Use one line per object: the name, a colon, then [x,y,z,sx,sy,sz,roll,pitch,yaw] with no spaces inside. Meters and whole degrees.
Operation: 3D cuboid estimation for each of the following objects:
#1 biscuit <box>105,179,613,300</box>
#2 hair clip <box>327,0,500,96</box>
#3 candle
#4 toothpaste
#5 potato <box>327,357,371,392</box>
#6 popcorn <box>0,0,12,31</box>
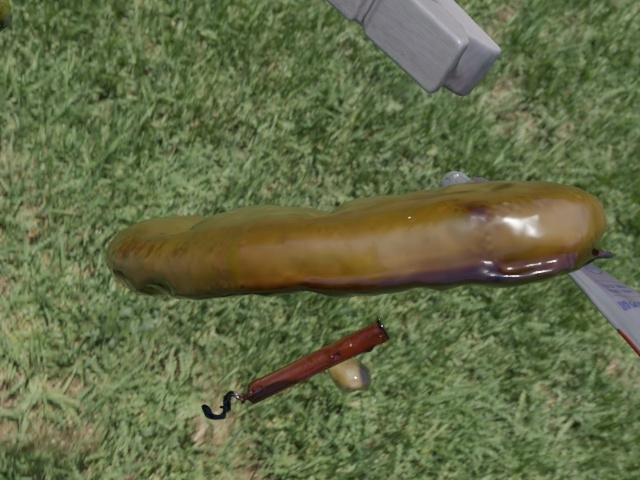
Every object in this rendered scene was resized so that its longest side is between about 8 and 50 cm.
biscuit: [-0.003,0.001,0.481,0.154,0.299,0.045,-17,102,-60]
hair clip: [0.038,-0.271,0.921,0.330,0.085,0.101,51,32,20]
candle: [-0.021,0.109,0.744,0.167,0.026,0.021,-27,63,9]
toothpaste: [0.208,0.017,0.809,0.075,0.048,0.301,15,20,-43]
potato: [0.048,0.226,1.570,0.062,0.068,0.083,-39,72,11]
popcorn: [-0.530,-0.224,0.975,0.290,0.321,0.325,-10,101,-44]
